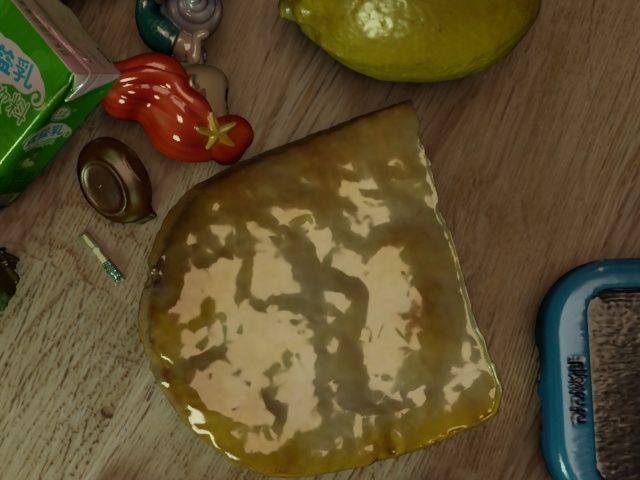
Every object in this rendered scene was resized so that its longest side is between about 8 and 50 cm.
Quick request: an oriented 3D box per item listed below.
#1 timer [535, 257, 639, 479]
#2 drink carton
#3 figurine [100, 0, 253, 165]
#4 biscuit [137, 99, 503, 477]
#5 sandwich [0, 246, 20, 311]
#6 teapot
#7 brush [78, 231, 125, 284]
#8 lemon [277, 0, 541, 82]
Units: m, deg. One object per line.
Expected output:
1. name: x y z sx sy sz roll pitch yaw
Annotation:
1. timer: 0.442 0.192 1.385 0.309 0.115 0.340 -2 85 -7
2. drink carton: -0.392 -0.170 1.276 0.271 0.108 0.161 -44 81 22
3. figurine: -0.193 -0.227 1.343 0.208 0.181 0.257 4 84 -46
4. biscuit: -0.004 0.089 1.325 0.446 0.104 0.429 -22 86 -11
5. sandwich: -0.512 0.079 1.245 0.212 0.292 0.109 -52 52 8
6. teapot: -0.262 -0.077 1.365 0.098 0.078 0.129 -27 99 32
7. brush: -0.290 0.023 1.378 0.016 0.013 0.084 -39 88 -6
8. lemon: 0.130 -0.332 1.332 0.316 0.285 0.286 -18 85 35
